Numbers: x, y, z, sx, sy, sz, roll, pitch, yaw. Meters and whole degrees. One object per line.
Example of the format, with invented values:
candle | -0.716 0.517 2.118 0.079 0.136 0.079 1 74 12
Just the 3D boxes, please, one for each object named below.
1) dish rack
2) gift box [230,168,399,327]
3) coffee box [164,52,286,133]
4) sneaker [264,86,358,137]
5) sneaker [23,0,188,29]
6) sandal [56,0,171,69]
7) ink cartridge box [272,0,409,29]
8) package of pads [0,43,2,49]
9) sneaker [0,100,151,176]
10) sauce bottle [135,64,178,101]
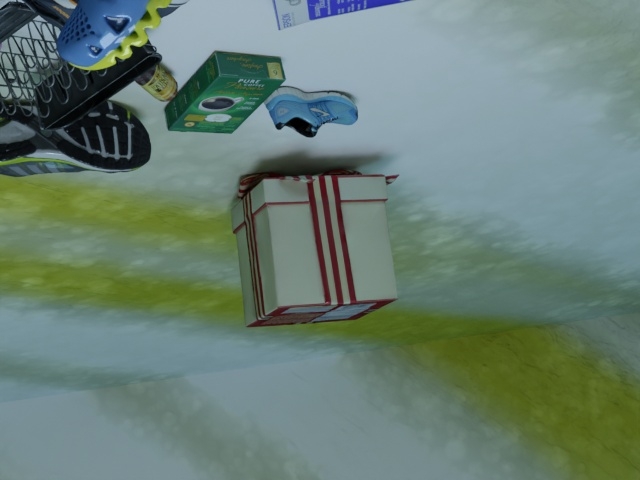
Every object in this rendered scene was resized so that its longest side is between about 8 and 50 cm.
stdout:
dish rack | -0.358 -0.222 1.636 0.208 0.074 0.271 -31 166 27
gift box | 0.000 0.000 2.263 0.255 0.258 0.276 -2 167 -24
coffee box | -0.142 -0.214 1.907 0.113 0.040 0.184 0 159 -31
sneaker | -0.013 -0.187 2.005 0.162 0.073 0.063 1 157 -32
sneaker | -0.289 -0.298 1.449 0.321 0.126 0.127 9 150 -45
sandal | -0.194 -0.324 1.317 0.138 0.126 0.317 22 102 -35
ink cartridge box | 0.036 -0.335 1.616 0.208 0.045 0.206 -13 169 -1
package of pads | -0.451 -0.244 1.658 0.083 0.032 0.050 -4 157 -21
sneaker | -0.396 -0.144 1.899 0.300 0.111 0.121 4 167 -24
sauce bottle | -0.240 -0.231 1.799 0.042 0.042 0.128 -17 162 16
